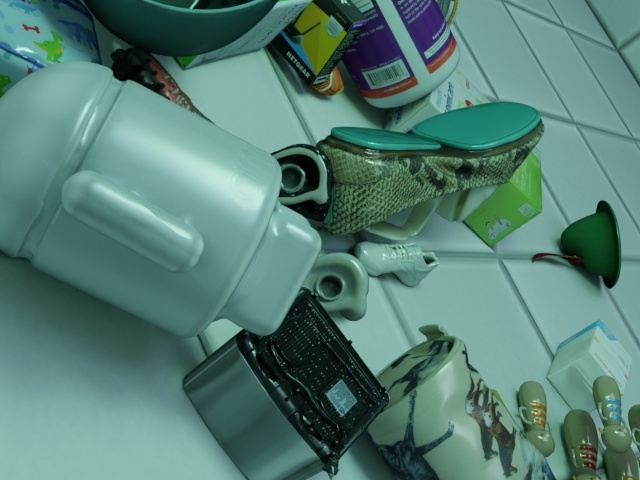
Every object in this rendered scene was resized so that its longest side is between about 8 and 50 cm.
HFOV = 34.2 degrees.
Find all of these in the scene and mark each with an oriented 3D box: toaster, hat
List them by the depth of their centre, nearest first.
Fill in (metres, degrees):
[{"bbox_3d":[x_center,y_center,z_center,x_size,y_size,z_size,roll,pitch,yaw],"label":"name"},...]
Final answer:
[{"bbox_3d":[-0.034,0.162,1.101,0.168,0.110,0.186,52,30,2],"label":"toaster"},{"bbox_3d":[0.478,0.011,2.038,0.208,0.184,0.172,83,1,-58],"label":"hat"}]

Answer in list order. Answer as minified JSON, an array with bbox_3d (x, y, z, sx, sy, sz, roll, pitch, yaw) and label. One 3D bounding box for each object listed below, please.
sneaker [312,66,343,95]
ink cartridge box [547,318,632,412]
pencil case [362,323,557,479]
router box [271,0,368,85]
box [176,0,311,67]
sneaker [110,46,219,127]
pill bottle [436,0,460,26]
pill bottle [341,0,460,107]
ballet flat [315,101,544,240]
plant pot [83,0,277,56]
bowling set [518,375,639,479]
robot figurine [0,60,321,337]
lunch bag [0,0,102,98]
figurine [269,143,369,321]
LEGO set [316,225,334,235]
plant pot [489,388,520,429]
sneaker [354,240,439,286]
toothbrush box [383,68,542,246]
[{"bbox_3d":[-0.016,-0.307,1.678,0.067,0.064,0.175,22,47,-64],"label":"sneaker"},{"bbox_3d":[0.442,0.214,1.712,0.092,0.090,0.143,51,31,-2],"label":"ink cartridge box"},{"bbox_3d":[0.214,0.299,1.242,0.410,0.160,0.183,51,47,-2],"label":"pencil case"},{"bbox_3d":[-0.028,-0.346,1.586,0.179,0.133,0.046,49,37,14],"label":"router box"},{"bbox_3d":[-0.174,-0.395,1.480,0.262,0.127,0.231,54,32,3],"label":"box"},{"bbox_3d":[-0.157,-0.105,1.226,0.135,0.098,0.276,-17,74,-58],"label":"sneaker"},{"bbox_3d":[0.136,-0.450,1.917,0.162,0.162,0.278,58,30,9],"label":"pill bottle"},{"bbox_3d":[0.084,-0.386,1.676,0.323,0.182,0.181,58,26,-26],"label":"pill bottle"},{"bbox_3d":[0.160,-0.097,1.546,0.164,0.182,0.483,24,26,36],"label":"ballet flat"},{"bbox_3d":[-0.167,-0.351,1.219,0.293,0.235,0.292,4,76,-15],"label":"plant pot"},{"bbox_3d":[0.444,0.292,1.541,0.287,0.200,0.154,32,37,-24],"label":"bowling set"},{"bbox_3d":[-0.178,-0.039,0.994,0.354,0.199,0.300,27,2,-13],"label":"robot figurine"},{"bbox_3d":[-0.343,-0.228,1.113,0.219,0.090,0.176,26,35,-39],"label":"lunch bag"},{"bbox_3d":[0.000,0.000,1.278,0.209,0.092,0.214,29,42,-84],"label":"figurine"},{"bbox_3d":[0.003,-0.043,1.458,0.054,0.023,0.083,35,48,-23],"label":"LEGO set"},{"bbox_3d":[0.221,0.247,1.394,0.081,0.081,0.083,59,19,11],"label":"plant pot"},{"bbox_3d":[0.109,0.022,1.491,0.152,0.061,0.053,15,49,-44],"label":"sneaker"},{"bbox_3d":[0.252,-0.162,1.816,0.283,0.122,0.206,41,32,-17],"label":"toothbrush box"}]
